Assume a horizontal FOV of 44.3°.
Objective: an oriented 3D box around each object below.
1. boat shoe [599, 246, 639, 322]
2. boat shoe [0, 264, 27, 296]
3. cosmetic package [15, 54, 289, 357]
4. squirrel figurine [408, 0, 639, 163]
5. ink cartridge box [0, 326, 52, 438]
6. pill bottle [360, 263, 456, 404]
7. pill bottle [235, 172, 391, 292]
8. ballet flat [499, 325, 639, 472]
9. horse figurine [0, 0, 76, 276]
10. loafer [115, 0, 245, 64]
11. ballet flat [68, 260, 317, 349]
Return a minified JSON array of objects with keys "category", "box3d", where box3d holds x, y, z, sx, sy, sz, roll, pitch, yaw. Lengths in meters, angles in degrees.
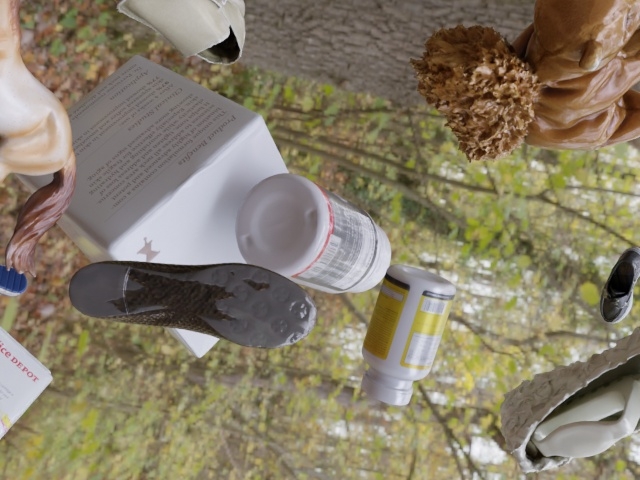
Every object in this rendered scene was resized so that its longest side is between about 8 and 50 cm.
[{"category":"boat shoe","box3d":[0.447,0.072,1.182,0.040,0.049,0.142,-31,139,-38]},{"category":"boat shoe","box3d":[-0.610,0.059,1.379,0.183,0.066,0.066,38,43,-44]},{"category":"cosmetic package","box3d":[-0.279,-0.072,1.432,0.329,0.393,0.327,-44,138,-16]},{"category":"squirrel figurine","box3d":[0.358,-0.277,1.263,0.370,0.397,0.281,24,43,-76]},{"category":"ink cartridge box","box3d":[-0.467,0.210,1.044,0.072,0.127,0.175,-26,-158,47]},{"category":"pill bottle","box3d":[0.118,0.134,1.119,0.103,0.103,0.184,-91,-162,-81]},{"category":"pill bottle","box3d":[0.000,0.000,1.294,0.283,0.161,0.161,22,75,-61]},{"category":"ballet flat","box3d":[0.409,0.193,0.990,0.409,0.147,0.147,-35,-154,27]},{"category":"horse figurine","box3d":[-0.257,-0.090,0.584,0.066,0.174,0.263,46,-14,41]},{"category":"loafer","box3d":[-0.163,-0.285,0.990,0.268,0.102,0.092,-5,76,-66]},{"category":"ballet flat","box3d":[-0.128,0.063,0.804,0.058,0.249,0.084,121,-26,-82]}]
